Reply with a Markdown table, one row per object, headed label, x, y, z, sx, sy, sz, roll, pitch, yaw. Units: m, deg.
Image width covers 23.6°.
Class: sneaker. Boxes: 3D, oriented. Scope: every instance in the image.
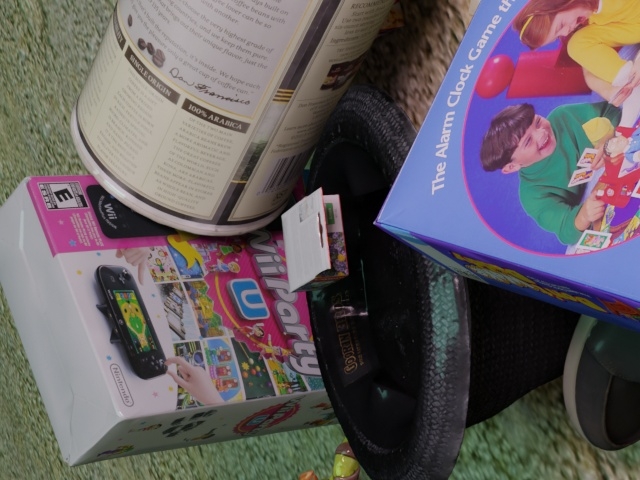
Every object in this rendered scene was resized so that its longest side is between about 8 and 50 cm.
| label | x | y | z | sx | sy | sz | roll | pitch | yaw |
| --- | --- | --- | --- | --- | --- | --- | --- | --- | --- |
| sneaker | 0.236 | 0.075 | 1.014 | 0.118 | 0.083 | 0.222 | 39 | 137 | 38 |

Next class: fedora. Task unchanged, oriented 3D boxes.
| label | x | y | z | sx | sy | sz | roll | pitch | yaw |
| --- | --- | --- | --- | --- | --- | --- | --- | --- | --- |
| fedora | 0.097 | 0.032 | 1.141 | 0.334 | 0.152 | 0.334 | 175 | 90 | -74 |

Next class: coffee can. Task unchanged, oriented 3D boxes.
| label | x | y | z | sx | sy | sz | roll | pitch | yaw |
| --- | --- | --- | --- | --- | --- | --- | --- | --- | --- |
| coffee can | -0.064 | -0.168 | 1.216 | 0.201 | 0.201 | 0.275 | 58 | 136 | 31 |

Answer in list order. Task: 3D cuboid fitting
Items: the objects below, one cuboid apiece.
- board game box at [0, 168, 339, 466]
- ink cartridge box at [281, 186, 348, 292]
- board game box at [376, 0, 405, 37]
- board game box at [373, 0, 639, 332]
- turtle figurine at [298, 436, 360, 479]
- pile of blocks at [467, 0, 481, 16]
| label | x | y | z | sx | sy | sz | roll | pitch | yaw |
| --- | --- | --- | --- | --- | --- | --- | --- | --- | --- |
| board game box | -0.100 | 0.055 | 1.288 | 0.097 | 0.303 | 0.224 | -43 | 62 | 40 |
| ink cartridge box | 0.000 | 0.000 | 1.141 | 0.115 | 0.029 | 0.063 | 148 | 117 | -71 |
| board game box | -0.003 | -0.259 | 1.332 | 0.147 | 0.045 | 0.193 | -16 | 87 | 58 |
| board game box | 0.198 | -0.126 | 0.809 | 0.233 | 0.078 | 0.347 | 19 | 81 | 50 |
| turtle figurine | 0.038 | 0.270 | 1.413 | 0.217 | 0.087 | 0.269 | 39 | 132 | 47 |
| pile of blocks | 0.199 | -0.126 | 0.939 | 0.362 | 0.149 | 0.112 | 44 | 133 | 44 |
